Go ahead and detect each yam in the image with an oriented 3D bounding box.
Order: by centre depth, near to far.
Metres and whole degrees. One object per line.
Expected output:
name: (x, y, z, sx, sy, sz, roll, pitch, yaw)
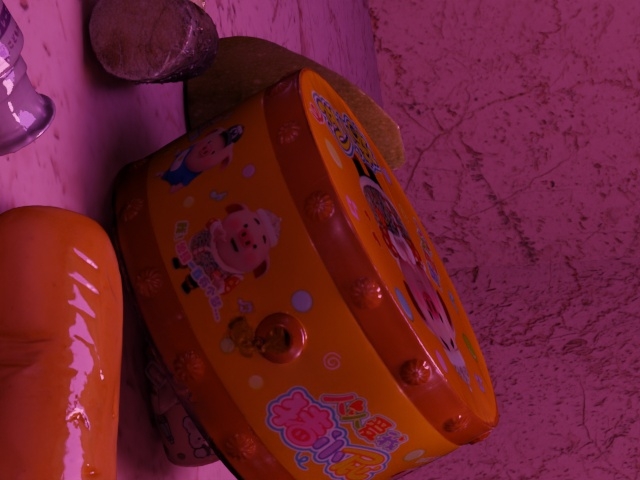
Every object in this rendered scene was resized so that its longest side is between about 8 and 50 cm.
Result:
yam: (-0.157, -0.198, 1.178, 0.183, 0.107, 0.107, -33, 119, -82)

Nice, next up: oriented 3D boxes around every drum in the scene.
drum: (-0.006, 0.051, 1.232, 0.431, 0.214, 0.431, 56, 14, -22)

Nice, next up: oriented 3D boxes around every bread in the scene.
bread: (-0.193, 0.127, 0.881, 0.142, 0.091, 0.305, 51, 35, -65)

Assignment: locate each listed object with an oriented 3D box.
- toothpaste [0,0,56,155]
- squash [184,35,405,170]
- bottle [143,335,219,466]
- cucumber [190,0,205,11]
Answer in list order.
toothpaste: (-0.251, -0.181, 0.727, 0.114, 0.073, 0.299, -85, 160, -46)
squash: (-0.024, -0.167, 1.507, 0.189, 0.261, 0.189, -5, 90, -78)
bottle: (-0.134, 0.146, 1.241, 0.099, 0.099, 0.152, -68, 146, -70)
cucumber: (-0.163, -0.245, 1.364, 0.067, 0.035, 0.107, -33, 138, -43)
